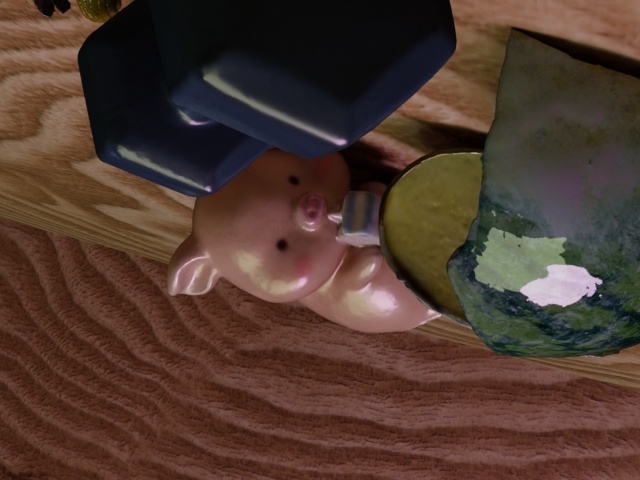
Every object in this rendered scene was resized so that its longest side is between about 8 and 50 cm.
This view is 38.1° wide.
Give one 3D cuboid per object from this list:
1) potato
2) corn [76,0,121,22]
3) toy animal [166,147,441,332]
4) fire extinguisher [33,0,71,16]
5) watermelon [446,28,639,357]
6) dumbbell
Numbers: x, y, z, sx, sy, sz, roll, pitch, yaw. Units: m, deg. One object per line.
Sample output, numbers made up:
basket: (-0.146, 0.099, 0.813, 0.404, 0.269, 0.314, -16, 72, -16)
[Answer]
potato: (0.187, 0.000, 0.838, 0.271, 0.160, 0.111, 14, -163, 6)
corn: (-0.163, -0.184, 0.683, 0.037, 0.037, 0.092, 19, 174, -10)
toy animal: (-0.002, -0.002, 0.977, 0.212, 0.195, 0.256, -5, 154, 46)
fire extinguisher: (-0.135, -0.183, 0.498, 0.089, 0.072, 0.267, 55, 155, -19)
watermelon: (0.193, -0.020, 0.665, 0.260, 0.256, 0.176, 19, -142, -59)
dumbbell: (-0.054, -0.114, 0.561, 0.144, 0.160, 0.325, -9, -179, -23)
